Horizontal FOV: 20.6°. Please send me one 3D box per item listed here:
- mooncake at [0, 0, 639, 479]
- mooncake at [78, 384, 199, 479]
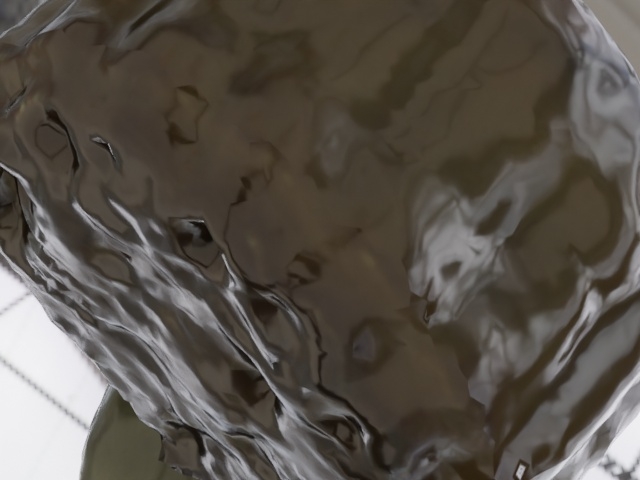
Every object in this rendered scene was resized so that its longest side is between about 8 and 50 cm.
[{"bbox_3d":[0.000,-0.002,0.772,0.324,0.187,0.324,36,-26,20],"label":"mooncake"},{"bbox_3d":[-0.033,0.166,1.164,0.275,0.275,0.135,25,-83,38],"label":"mooncake"}]
